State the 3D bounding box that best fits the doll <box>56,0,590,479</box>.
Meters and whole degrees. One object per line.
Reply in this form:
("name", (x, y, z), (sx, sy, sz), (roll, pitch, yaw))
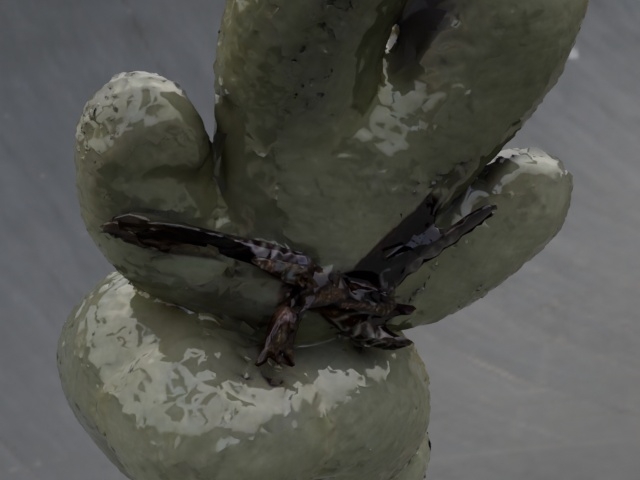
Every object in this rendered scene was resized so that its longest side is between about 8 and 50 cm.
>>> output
("doll", (-0.004, 0.000, 0.468), (0.175, 0.278, 0.149), (23, 29, 3))
